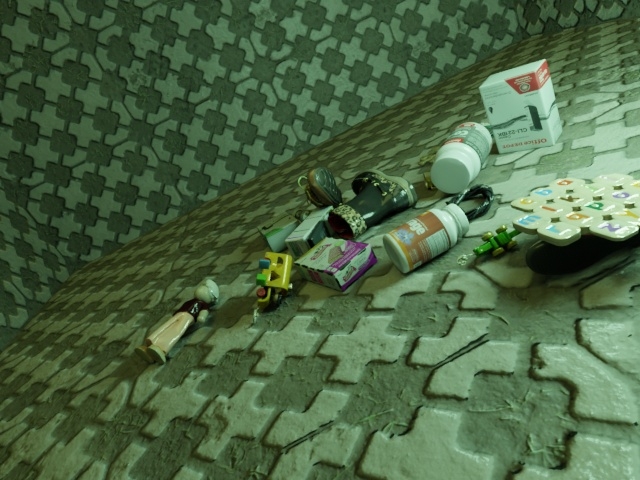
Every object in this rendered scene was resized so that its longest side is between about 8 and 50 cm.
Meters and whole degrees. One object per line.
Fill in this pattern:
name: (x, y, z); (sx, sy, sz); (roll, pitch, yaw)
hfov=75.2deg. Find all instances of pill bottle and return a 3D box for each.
pill bottle: (0.498, -0.295, 1.478); (0.161, 0.161, 0.283); (-8, 29, 39)
pill bottle: (0.290, -0.012, 1.141); (0.216, 0.121, 0.121); (-29, 22, -6)

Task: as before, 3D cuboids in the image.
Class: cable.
cable: (0.460, -0.119, 1.287); (0.151, 0.047, 0.184); (-16, 25, 25)

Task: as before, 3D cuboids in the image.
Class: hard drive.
hard drive: (0.000, 0.000, 1.474); (0.022, 0.094, 0.135); (-14, 25, 27)

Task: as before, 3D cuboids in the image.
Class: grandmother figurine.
grandmother figurine: (-0.458, 0.260, 1.414); (0.208, 0.104, 0.342); (-2, 34, 30)

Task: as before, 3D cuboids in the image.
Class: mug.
mug: (0.428, -0.226, 1.564); (0.064, 0.078, 0.062); (-14, -9, 8)

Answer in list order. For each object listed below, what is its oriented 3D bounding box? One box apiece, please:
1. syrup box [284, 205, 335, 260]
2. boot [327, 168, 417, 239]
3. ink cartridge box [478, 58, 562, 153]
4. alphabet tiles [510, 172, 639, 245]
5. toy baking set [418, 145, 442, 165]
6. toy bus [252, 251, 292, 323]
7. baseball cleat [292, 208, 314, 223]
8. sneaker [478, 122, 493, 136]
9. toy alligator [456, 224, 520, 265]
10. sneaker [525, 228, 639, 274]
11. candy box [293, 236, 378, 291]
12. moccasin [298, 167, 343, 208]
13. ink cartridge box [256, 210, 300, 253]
syrup box: (-0.025, -0.029, 1.567); (0.096, 0.093, 0.237); (-7, 29, 38)
boot: (0.150, -0.140, 1.576); (0.284, 0.138, 0.377); (-33, 28, -15)
ink cartridge box: (0.708, -0.460, 1.468); (0.197, 0.272, 0.114); (-1, 37, 48)
alphabet tiles: (0.562, -0.071, 0.876); (0.284, 0.021, 0.278); (-25, 25, -11)
toy baking set: (0.532, -0.363, 1.775); (0.197, 0.030, 0.256); (-35, 23, -12)
toy bus: (-0.140, 0.139, 1.305); (0.105, 0.202, 0.191); (7, 19, -2)
baseball cleat: (-0.075, -0.096, 1.730); (0.110, 0.072, 0.206); (6, 4, 13)
sneaker: (0.730, -0.462, 1.746); (0.167, 0.065, 0.076); (-7, 45, 46)
toy alligator: (0.420, 0.016, 1.035); (0.190, 0.056, 0.051); (-28, -20, 0)
sneaker: (0.551, -0.016, 0.906); (0.270, 0.090, 0.145); (-22, 21, 4)
candy box: (0.042, 0.067, 1.310); (0.159, 0.071, 0.233); (-38, 24, -25)
moccasin: (-0.005, -0.196, 1.658); (0.147, 0.139, 0.380); (-10, -3, 8)
ink cartridge box: (-0.169, -0.037, 1.756); (0.153, 0.086, 0.208); (-31, 22, -11)
